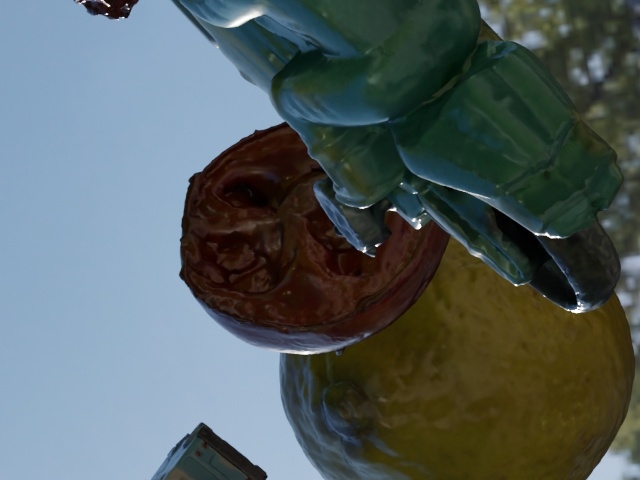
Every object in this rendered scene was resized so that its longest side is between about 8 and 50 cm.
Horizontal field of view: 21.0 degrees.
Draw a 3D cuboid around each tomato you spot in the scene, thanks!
[{"bbox_3d":[0.002,0.001,1.358,0.101,0.228,0.228,69,-151,-51],"label":"tomato"}]

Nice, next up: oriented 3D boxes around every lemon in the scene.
[{"bbox_3d":[0.127,0.124,1.717,0.387,0.349,0.350,-13,-86,-46],"label":"lemon"}]

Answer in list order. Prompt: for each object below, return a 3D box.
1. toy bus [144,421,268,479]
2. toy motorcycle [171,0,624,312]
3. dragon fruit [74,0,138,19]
[{"bbox_3d":[-0.088,0.176,1.187,0.060,0.123,0.075,39,-110,-3],"label":"toy bus"},{"bbox_3d":[0.011,-0.090,0.697,0.109,0.296,0.198,-44,-23,-8],"label":"toy motorcycle"},{"bbox_3d":[-0.176,-0.212,1.384,0.097,0.063,0.131,-41,-34,-16],"label":"dragon fruit"}]
